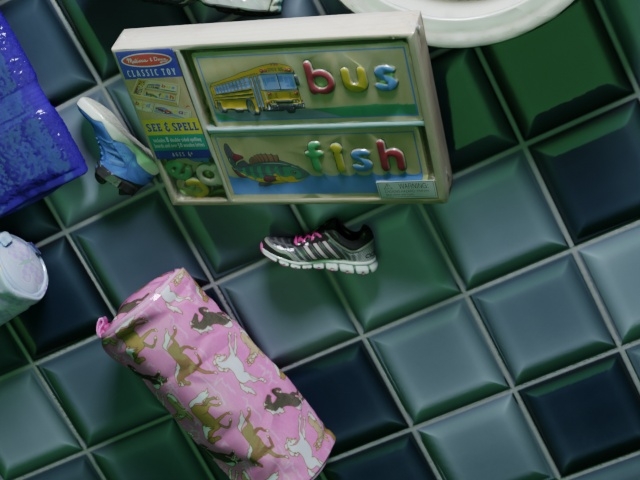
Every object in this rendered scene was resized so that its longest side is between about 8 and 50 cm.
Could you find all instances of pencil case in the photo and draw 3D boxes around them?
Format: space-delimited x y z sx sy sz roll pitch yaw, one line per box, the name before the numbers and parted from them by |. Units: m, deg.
pencil case | -0.152 0.219 1.763 0.386 0.167 0.160 50 142 -10
pencil case | -0.540 0.095 1.801 0.273 0.113 0.124 -32 115 19

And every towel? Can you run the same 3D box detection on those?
towel | -0.496 -0.184 1.720 0.228 0.076 0.308 -25 104 10

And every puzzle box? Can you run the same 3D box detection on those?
puzzle box | -0.045 -0.164 1.575 0.409 0.052 0.272 0 131 20

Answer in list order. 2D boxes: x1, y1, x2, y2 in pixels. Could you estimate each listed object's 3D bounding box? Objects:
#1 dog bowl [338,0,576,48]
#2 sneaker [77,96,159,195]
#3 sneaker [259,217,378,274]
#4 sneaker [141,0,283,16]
dog bowl | 0.169 -0.449 1.454 0.408 0.150 0.408 4 117 7
sneaker | -0.307 -0.128 1.712 0.084 0.058 0.152 -44 105 12
sneaker | 0.000 0.000 1.708 0.170 0.063 0.074 6 111 2
sneaker | -0.181 -0.373 1.595 0.283 0.110 0.122 9 93 3
